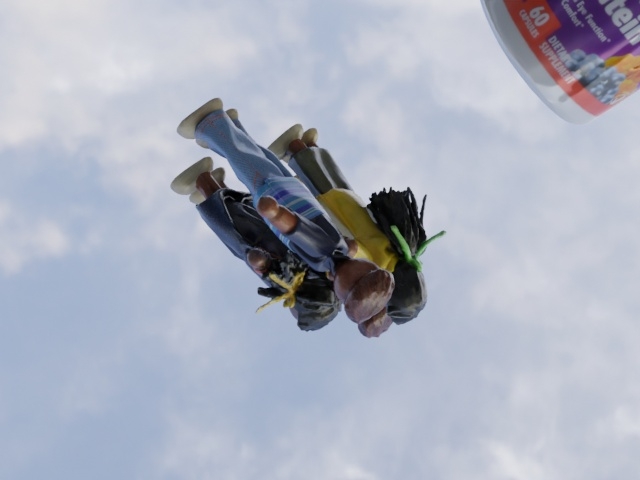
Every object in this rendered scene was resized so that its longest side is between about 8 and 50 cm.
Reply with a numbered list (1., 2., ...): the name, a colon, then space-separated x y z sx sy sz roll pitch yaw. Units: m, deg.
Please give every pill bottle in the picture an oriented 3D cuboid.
1. pill bottle: 0.193 -0.158 0.801 0.193 0.108 0.108 -35 -125 24

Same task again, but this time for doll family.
1. doll family: 0.000 0.000 0.648 0.076 0.193 0.111 -44 -107 20
